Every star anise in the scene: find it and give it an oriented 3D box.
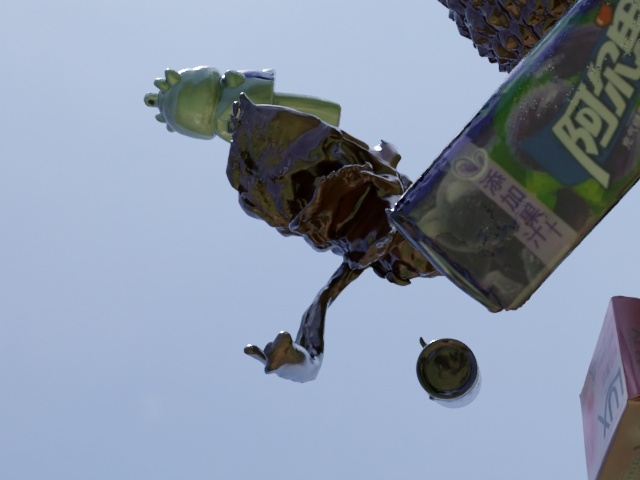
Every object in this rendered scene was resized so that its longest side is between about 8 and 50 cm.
[{"bbox_3d":[0.005,-0.005,1.147,0.237,0.346,0.148,32,-56,-12],"label":"star anise"}]

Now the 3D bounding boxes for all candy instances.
[{"bbox_3d":[0.168,-0.099,0.716,0.312,0.088,0.061,-48,-3,5],"label":"candy"}]

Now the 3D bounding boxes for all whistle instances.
[{"bbox_3d":[-0.096,-0.166,1.692,0.244,0.092,0.110,3,-45,0],"label":"whistle"}]

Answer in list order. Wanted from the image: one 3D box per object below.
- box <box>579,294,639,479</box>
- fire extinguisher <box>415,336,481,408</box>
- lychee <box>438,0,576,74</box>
[{"bbox_3d":[0.255,0.131,1.121,0.060,0.111,0.156,2,-43,0],"label":"box"},{"bbox_3d":[0.165,0.158,1.742,0.252,0.075,0.106,48,-150,-76],"label":"fire extinguisher"},{"bbox_3d":[0.160,-0.215,0.955,0.200,0.200,0.238,5,-113,-45],"label":"lychee"}]
